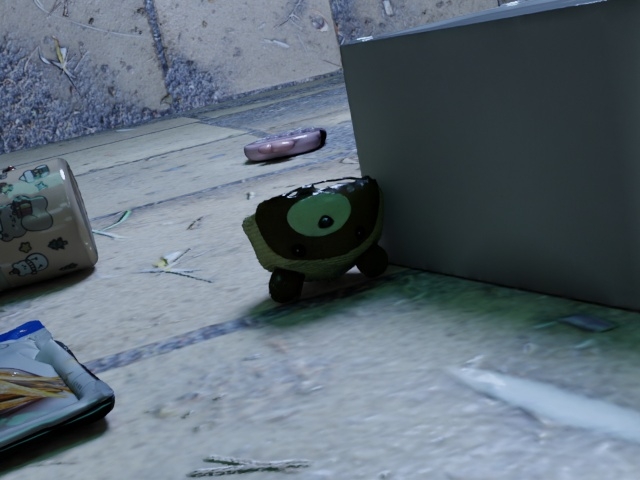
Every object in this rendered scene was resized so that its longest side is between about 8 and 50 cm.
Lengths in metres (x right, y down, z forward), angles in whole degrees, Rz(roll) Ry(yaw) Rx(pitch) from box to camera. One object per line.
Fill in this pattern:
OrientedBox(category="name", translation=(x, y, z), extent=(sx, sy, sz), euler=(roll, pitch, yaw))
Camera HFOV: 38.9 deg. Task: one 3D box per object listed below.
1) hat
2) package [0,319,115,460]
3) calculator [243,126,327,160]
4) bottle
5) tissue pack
OrientedBox(category="hat", translation=(0.000, 0.000, 0.524), extent=(0.077, 0.059, 0.076), euler=(-15, -4, -32))
OrientedBox(category="package", translation=(-0.200, 0.082, 0.428), extent=(0.171, 0.027, 0.173), euler=(-19, 18, -26))
OrientedBox(category="calculator", translation=(-0.043, -0.123, 1.152), extent=(0.103, 0.024, 0.166), euler=(-10, 11, 10))
OrientedBox(category="bottle", translation=(-0.257, -0.003, 0.700), extent=(0.152, 0.099, 0.099), euler=(-18, 14, -8))
OrientedBox(category="tissue pack", translation=(0.143, -0.064, 0.486), extent=(0.159, 0.136, 0.246), euler=(-19, 14, -28))
